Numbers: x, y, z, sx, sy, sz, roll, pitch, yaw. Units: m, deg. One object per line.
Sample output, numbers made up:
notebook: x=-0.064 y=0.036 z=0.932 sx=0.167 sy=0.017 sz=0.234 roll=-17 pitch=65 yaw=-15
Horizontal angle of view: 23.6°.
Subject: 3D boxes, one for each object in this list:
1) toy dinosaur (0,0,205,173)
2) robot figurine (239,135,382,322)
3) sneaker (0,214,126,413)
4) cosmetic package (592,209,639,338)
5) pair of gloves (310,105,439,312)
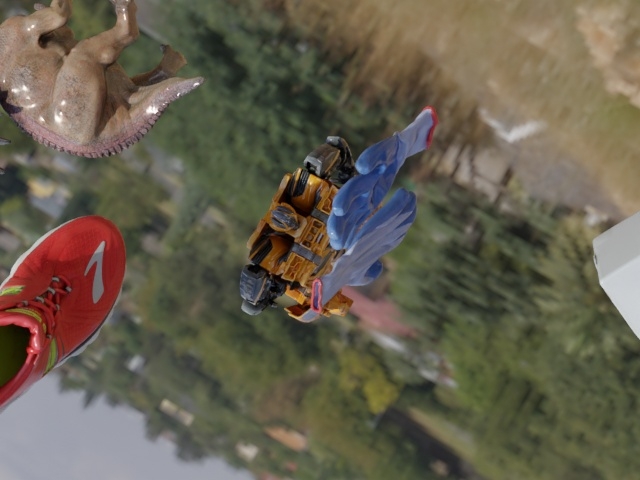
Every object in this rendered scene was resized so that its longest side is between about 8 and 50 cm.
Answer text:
toy dinosaur: x=-0.245 y=-0.132 z=1.395 sx=0.296 sy=0.200 sz=0.127 roll=22 pitch=161 yaw=18
robot figurine: x=0.000 y=0.000 z=1.686 sx=0.085 sy=0.211 sz=0.291 roll=28 pitch=179 yaw=13
sneaker: x=-0.264 y=0.080 z=1.409 sx=0.107 sy=0.279 sz=0.118 roll=42 pitch=152 yaw=-7
cosmetic package: x=0.378 y=-0.010 z=1.454 sx=0.085 sy=0.231 sz=0.117 roll=52 pitch=-161 yaw=-13
pair of gloves: x=0.048 y=-0.020 z=1.346 sx=0.023 sy=0.159 sz=0.198 roll=32 pitch=143 yaw=20
